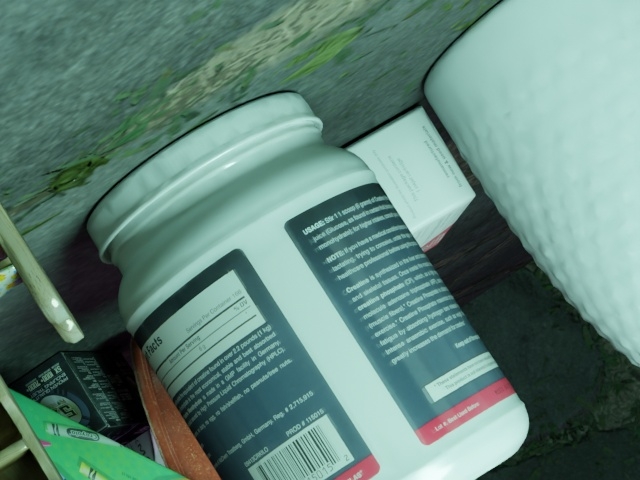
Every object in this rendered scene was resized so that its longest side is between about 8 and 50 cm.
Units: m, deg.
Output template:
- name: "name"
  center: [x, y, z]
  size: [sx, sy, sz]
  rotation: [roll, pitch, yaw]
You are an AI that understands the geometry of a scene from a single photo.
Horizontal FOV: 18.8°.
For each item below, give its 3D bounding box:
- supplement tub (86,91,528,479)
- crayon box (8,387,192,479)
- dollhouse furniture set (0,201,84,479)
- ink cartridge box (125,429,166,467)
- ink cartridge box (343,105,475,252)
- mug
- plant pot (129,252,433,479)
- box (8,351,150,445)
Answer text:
- name: "supplement tub"
  center: [-0.010, 0.062, 1.247]
  size: [0.191, 0.272, 0.191]
  rotation: [-32, 172, -5]
- name: "crayon box"
  center: [-0.217, 0.221, 1.498]
  size: [0.278, 0.081, 0.165]
  rotation: [31, 127, -30]
- name: "dollhouse furniture set"
  center: [-0.225, 0.103, 1.073]
  size: [0.212, 0.161, 0.242]
  rotation: [-32, 172, -6]
- name: "ink cartridge box"
  center: [-0.068, 0.146, 2.142]
  size: [0.308, 0.091, 0.385]
  rotation: [-29, 172, -25]
- name: "ink cartridge box"
  center: [0.000, 0.000, 1.555]
  size: [0.218, 0.092, 0.158]
  rotation: [-29, 171, -15]
- name: "mug"
  center: [0.291, -0.053, 1.500]
  size: [0.276, 0.328, 0.374]
  rotation: [-34, 171, 13]
- name: "plant pot"
  center: [0.011, 0.146, 1.701]
  size: [0.265, 0.272, 0.272]
  rotation: [-26, 172, 4]
- name: "box"
  center: [-0.237, 0.167, 1.684]
  size: [0.147, 0.077, 0.180]
  rotation: [-34, 171, 6]
